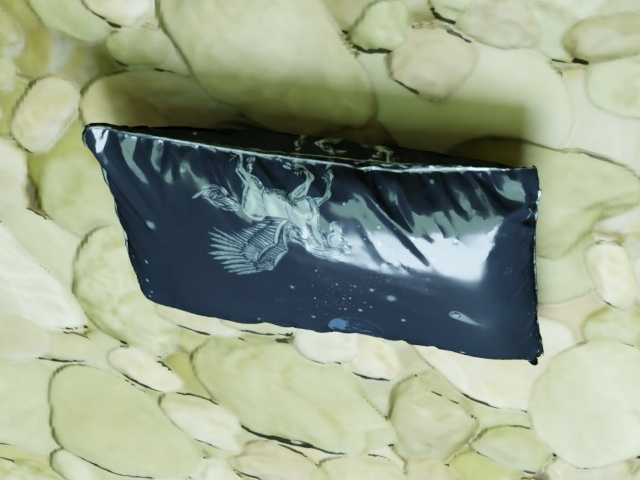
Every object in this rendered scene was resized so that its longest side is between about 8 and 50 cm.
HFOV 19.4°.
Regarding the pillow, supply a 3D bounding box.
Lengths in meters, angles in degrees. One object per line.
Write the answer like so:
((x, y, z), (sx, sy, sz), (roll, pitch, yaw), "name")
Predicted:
((0.000, 0.000, 0.873), (0.208, 0.055, 0.141), (7, 144, 13), "pillow")
